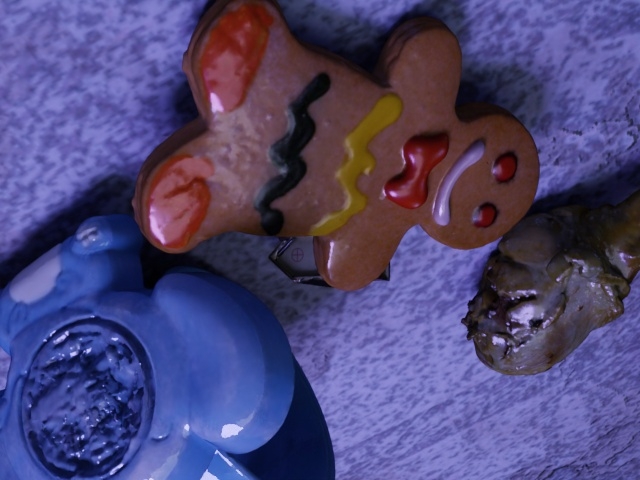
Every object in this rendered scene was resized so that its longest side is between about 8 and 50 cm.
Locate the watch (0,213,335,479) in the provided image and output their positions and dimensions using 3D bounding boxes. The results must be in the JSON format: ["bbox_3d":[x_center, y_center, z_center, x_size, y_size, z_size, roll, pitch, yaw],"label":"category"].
[{"bbox_3d":[-0.083,0.095,0.750,0.211,0.211,0.193,-38,153,16],"label":"watch"}]

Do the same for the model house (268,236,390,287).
[{"bbox_3d":[0.000,0.000,0.778,0.058,0.057,0.083,-2,175,34],"label":"model house"}]

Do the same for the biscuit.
[{"bbox_3d":[0.028,-0.047,0.701,0.250,0.036,0.165,12,108,-33],"label":"biscuit"}]

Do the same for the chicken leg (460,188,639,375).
[{"bbox_3d":[0.189,0.011,0.854,0.228,0.088,0.103,-37,126,20],"label":"chicken leg"}]
